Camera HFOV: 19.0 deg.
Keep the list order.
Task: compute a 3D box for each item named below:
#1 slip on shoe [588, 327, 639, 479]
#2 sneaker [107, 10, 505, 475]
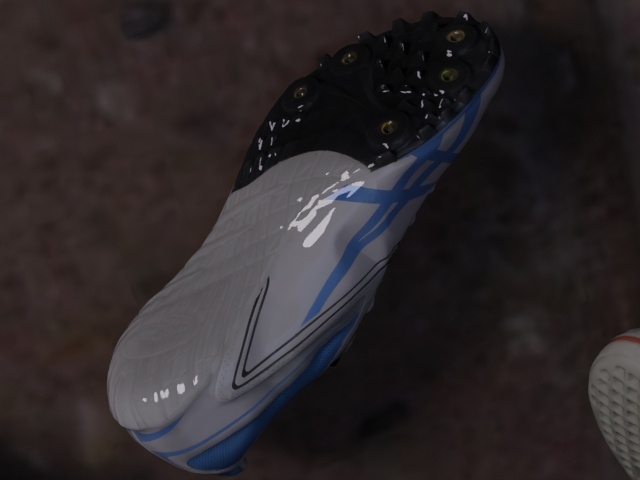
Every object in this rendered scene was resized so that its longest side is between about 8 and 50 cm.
[{"bbox_3d":[0.264,0.126,0.942,0.331,0.123,0.101,32,71,-21],"label":"slip on shoe"},{"bbox_3d":[0.000,0.000,0.846,0.237,0.085,0.086,-51,138,-1],"label":"sneaker"}]
